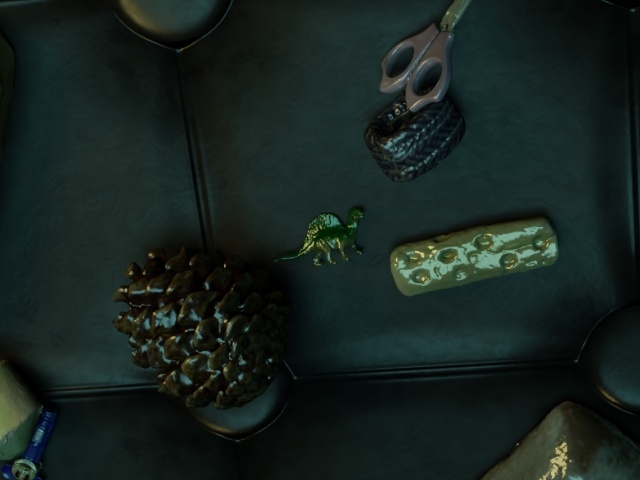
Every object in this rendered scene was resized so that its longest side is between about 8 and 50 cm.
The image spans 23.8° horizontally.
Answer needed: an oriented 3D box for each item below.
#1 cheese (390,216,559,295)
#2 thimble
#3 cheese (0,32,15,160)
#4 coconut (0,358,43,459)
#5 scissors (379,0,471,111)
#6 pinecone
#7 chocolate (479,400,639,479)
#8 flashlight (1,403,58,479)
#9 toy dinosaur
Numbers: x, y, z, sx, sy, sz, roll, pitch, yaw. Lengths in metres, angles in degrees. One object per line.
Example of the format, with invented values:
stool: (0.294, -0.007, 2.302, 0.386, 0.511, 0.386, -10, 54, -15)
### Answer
cheese: (0.176, 0.017, 1.735, 0.194, 0.043, 0.065, -11, 111, 11)
thimble: (0.103, -0.117, 1.665, 0.104, 0.095, 0.066, -45, 115, -17)
cheese: (-0.543, -0.098, 1.729, 0.384, 0.104, 0.383, 2, 112, 5)
coconut: (-0.399, 0.212, 1.835, 0.116, 0.116, 0.122, -32, 100, 17)
scissors: (0.139, -0.238, 1.625, 0.021, 0.110, 0.212, 24, 102, -41)
pinecone: (-0.136, 0.101, 1.733, 0.205, 0.179, 0.184, 14, 104, 29)
chocolate: (0.271, 0.351, 1.836, 0.185, 0.100, 0.303, 35, 114, -12)
flashlight: (-0.357, 0.259, 1.890, 0.057, 0.035, 0.121, 24, 113, -3)
toy dinosaur: (0.001, 0.000, 1.760, 0.120, 0.029, 0.060, -14, 94, 17)
